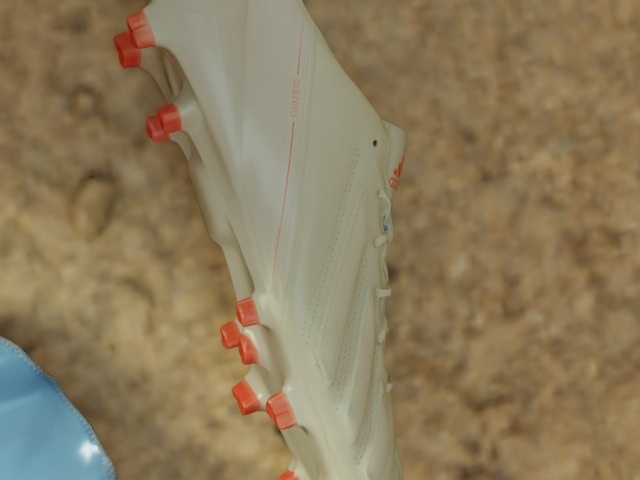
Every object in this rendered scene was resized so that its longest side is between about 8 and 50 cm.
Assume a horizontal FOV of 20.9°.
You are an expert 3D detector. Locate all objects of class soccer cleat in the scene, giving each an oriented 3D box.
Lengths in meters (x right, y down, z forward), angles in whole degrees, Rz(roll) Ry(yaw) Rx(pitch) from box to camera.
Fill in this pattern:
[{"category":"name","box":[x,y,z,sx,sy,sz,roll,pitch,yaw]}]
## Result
[{"category":"soccer cleat","box":[0.000,0.000,0.541,0.076,0.068,0.196,-20,96,-15]}]

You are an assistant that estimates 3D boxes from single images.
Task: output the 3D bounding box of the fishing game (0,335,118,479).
[{"category":"fishing game","box":[-0.149,0.105,0.526,0.264,0.041,0.189,28,87,-6]}]
